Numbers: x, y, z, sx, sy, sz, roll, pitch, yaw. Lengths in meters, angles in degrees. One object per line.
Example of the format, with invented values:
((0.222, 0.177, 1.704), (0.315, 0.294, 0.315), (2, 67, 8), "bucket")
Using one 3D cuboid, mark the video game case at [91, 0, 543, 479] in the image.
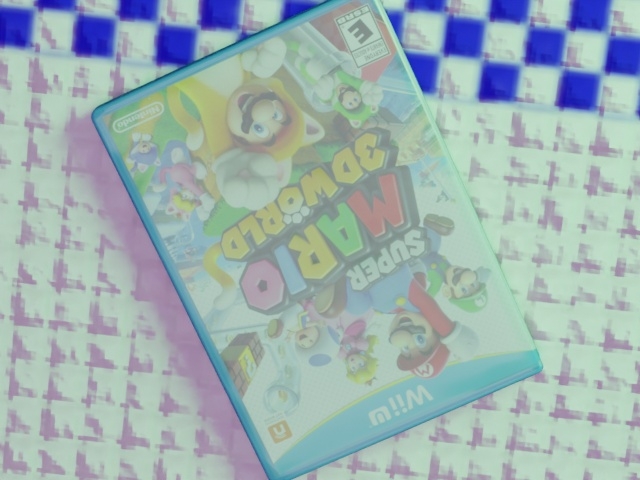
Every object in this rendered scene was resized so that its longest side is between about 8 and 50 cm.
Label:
((0.000, 0.000, 0.685), (0.119, 0.015, 0.166), (-24, 102, 5), "video game case")
